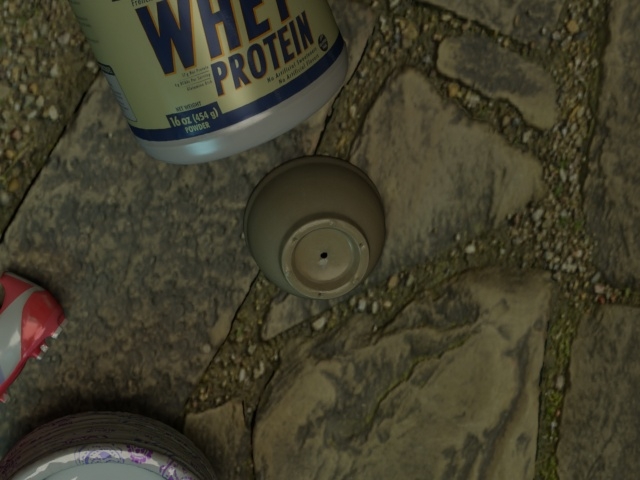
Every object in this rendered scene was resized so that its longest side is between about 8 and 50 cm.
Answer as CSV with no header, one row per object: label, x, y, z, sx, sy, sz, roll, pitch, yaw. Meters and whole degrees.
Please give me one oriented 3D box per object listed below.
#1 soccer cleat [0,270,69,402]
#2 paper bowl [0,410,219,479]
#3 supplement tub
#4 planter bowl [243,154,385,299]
soccer cleat,-0.386,0.148,1.726,0.095,0.083,0.248,40,97,-3
paper bowl,-0.251,0.327,1.784,0.284,0.148,0.284,-3,114,-6
supplement tub,-0.131,-0.264,1.497,0.235,0.235,0.325,-23,114,3
planter bowl,0.000,0.000,1.699,0.162,0.109,0.162,-3,114,-7
